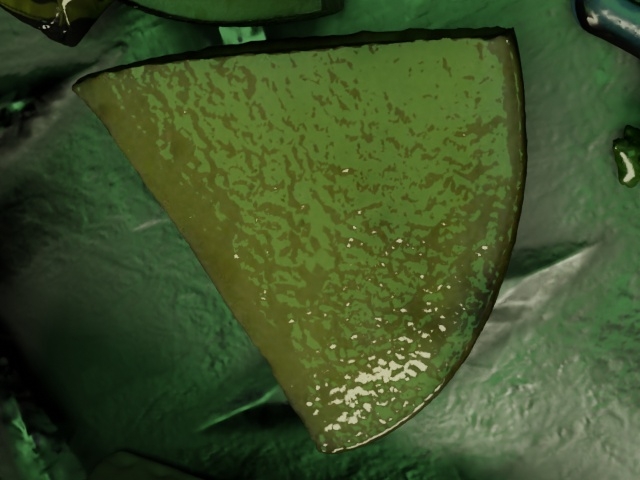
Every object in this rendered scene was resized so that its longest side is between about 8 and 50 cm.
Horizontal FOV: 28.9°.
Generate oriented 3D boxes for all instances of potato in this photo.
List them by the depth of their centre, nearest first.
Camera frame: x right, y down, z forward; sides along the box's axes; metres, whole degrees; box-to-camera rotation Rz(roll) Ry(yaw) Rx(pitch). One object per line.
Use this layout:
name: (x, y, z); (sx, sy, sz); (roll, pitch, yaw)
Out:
potato: (0.000, 0.000, 0.794); (0.270, 0.112, 0.255); (-3, 102, 10)

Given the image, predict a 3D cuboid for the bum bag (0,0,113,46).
bum bag: (-0.229, -0.201, 0.807); (0.233, 0.060, 0.106); (18, 106, 13)

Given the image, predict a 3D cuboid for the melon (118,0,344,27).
melon: (-0.078, -0.180, 0.804); (0.182, 0.054, 0.097); (-8, 92, 14)

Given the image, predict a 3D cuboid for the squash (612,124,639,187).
squash: (0.340, 0.009, 0.685); (0.395, 0.107, 0.107); (23, 103, 36)

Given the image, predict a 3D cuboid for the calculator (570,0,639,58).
calculator: (0.294, -0.158, 0.762); (0.293, 0.051, 0.173); (28, 102, 2)

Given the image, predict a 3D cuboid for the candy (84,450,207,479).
candy: (-0.027, 0.279, 0.791); (0.359, 0.208, 0.145); (19, 102, 3)
